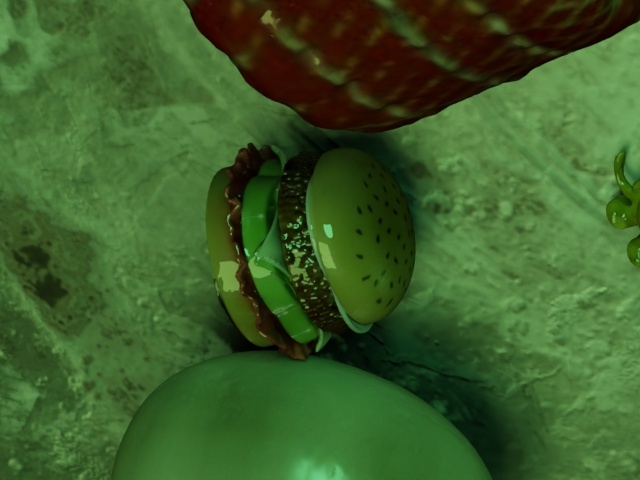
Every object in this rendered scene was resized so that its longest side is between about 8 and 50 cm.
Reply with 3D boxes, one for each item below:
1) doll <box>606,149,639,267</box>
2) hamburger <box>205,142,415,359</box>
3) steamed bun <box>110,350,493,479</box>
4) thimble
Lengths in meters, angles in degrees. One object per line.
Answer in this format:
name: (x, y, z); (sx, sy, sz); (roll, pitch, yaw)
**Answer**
doll: (0.279, -0.048, 1.331); (0.188, 0.096, 0.145); (4, 110, 52)
hamburger: (0.001, 0.003, 1.439); (0.136, 0.175, 0.175); (-10, 117, 21)
steamed bun: (-0.009, 0.214, 1.530); (0.324, 0.206, 0.324); (13, 151, 8)
thimble: (0.039, -0.245, 1.146); (0.230, 0.350, 0.350); (-22, 110, 26)
